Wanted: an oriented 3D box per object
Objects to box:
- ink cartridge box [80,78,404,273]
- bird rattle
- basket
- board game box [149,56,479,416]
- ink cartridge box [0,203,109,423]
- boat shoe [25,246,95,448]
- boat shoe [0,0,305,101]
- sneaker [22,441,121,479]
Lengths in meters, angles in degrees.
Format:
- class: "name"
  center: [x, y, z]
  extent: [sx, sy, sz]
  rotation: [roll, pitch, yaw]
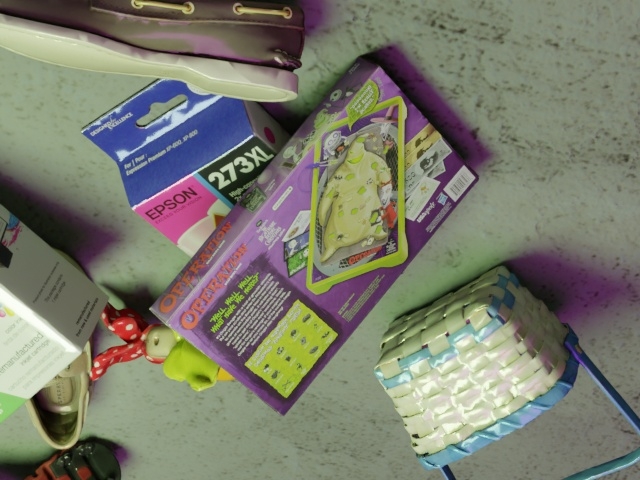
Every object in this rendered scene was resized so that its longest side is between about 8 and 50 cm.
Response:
- class: "ink cartridge box"
  center: [-0.080, -0.041, 1.712]
  extent: [0.176, 0.069, 0.371]
  rotation: [-29, 129, 23]
- class: "bird rattle"
  center: [-0.145, 0.130, 1.791]
  extent: [0.207, 0.143, 0.253]
  rotation: [14, 158, -34]
- class: "basket"
  center: [0.225, 0.193, 1.860]
  extent: [0.255, 0.201, 0.289]
  rotation: [-29, 100, 23]
- class: "board game box"
  center: [0.000, 0.000, 1.642]
  extent: [0.347, 0.056, 0.208]
  rotation: [-50, 132, -5]
- class: "ink cartridge box"
  center: [-0.407, 0.056, 1.673]
  extent: [0.278, 0.117, 0.201]
  rotation: [42, 120, -15]
- class: "boat shoe"
  center: [-0.322, 0.131, 1.832]
  extent: [0.109, 0.098, 0.302]
  rotation: [-2, 136, -4]
- class: "boat shoe"
  center: [-0.174, -0.212, 1.499]
  extent: [0.324, 0.096, 0.116]
  rotation: [10, 174, -11]
- class: "sneaker"
  center: [-0.394, 0.364, 2.017]
  extent: [0.276, 0.097, 0.135]
  rotation: [-24, 161, -24]
